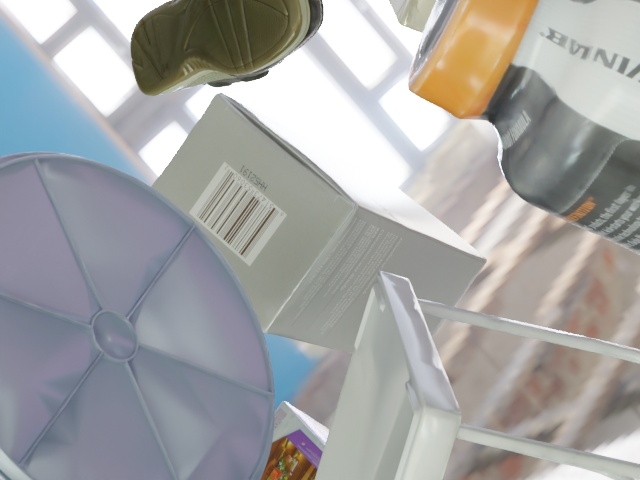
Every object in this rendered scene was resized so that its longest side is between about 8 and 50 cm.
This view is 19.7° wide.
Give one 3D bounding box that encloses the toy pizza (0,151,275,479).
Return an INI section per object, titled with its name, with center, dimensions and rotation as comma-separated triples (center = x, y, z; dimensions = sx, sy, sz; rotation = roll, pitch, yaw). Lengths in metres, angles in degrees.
[toy pizza]
center = -0.105, 0.051, 0.861
dimensions = 0.032, 0.201, 0.201
rotation = -34, -168, 38

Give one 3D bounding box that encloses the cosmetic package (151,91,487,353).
[cosmetic package]
center = 0.000, 0.000, 1.183
dimensions = 0.107, 0.127, 0.238
rotation = -55, 157, 10

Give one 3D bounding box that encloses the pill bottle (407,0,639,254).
[pill bottle]
center = 0.161, -0.050, 0.740
dimensions = 0.130, 0.246, 0.130
rotation = -157, -90, -84

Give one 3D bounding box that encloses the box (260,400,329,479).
[box]
center = -0.056, 0.288, 1.396
dimensions = 0.293, 0.057, 0.201
rotation = -54, -150, 2

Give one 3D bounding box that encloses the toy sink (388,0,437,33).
[toy sink]
center = 0.173, -0.278, 1.571
dimensions = 0.131, 0.153, 0.234
rotation = -101, -148, -68

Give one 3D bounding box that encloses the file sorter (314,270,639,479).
[file sorter]
center = 0.080, 0.192, 0.933
dimensions = 0.193, 0.173, 0.277
rotation = -103, -152, -73

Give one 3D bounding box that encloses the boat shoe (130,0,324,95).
[boat shoe]
center = -0.058, -0.153, 1.321
dimensions = 0.073, 0.080, 0.223
rotation = -11, 179, -35
